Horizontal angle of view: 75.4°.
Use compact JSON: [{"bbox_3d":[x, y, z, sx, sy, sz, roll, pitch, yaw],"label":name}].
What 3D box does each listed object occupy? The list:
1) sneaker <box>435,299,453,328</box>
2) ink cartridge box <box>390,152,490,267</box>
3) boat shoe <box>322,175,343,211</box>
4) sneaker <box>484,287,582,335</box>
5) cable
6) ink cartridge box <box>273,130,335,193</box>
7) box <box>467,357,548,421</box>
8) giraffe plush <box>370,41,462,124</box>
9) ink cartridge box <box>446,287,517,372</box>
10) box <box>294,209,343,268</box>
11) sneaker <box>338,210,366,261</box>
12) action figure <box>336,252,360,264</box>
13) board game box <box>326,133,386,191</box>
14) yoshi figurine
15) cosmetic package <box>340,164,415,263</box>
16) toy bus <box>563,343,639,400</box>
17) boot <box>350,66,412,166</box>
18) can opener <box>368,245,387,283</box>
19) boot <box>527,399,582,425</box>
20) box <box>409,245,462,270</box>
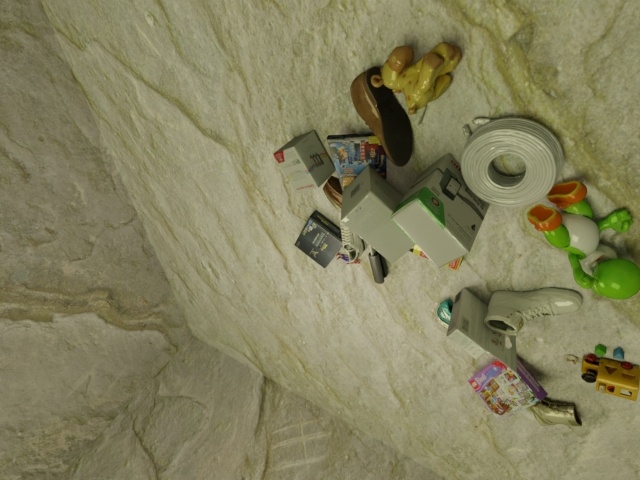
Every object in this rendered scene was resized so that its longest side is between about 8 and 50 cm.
[{"bbox_3d":[0.581,0.327,1.611,0.275,0.107,0.110,28,132,17],"label":"sneaker"},{"bbox_3d":[0.364,-0.097,1.224,0.211,0.289,0.121,45,139,-5],"label":"ink cartridge box"},{"bbox_3d":[0.165,-0.137,1.507,0.323,0.123,0.120,35,135,-2],"label":"boat shoe"},{"bbox_3d":[0.698,0.249,1.377,0.292,0.169,0.108,-11,118,44],"label":"sneaker"},{"bbox_3d":[0.520,-0.211,1.140,0.256,0.089,0.257,5,130,37],"label":"cable"},{"bbox_3d":[-0.057,-0.285,1.525,0.128,0.127,0.176,-5,123,47],"label":"ink cartridge box"},{"bbox_3d":[0.756,0.602,1.701,0.201,0.057,0.293,54,148,25],"label":"box"},{"bbox_3d":[0.240,-0.443,1.100,0.170,0.181,0.210,40,127,20],"label":"giraffe plush"},{"bbox_3d":[0.575,0.320,1.464,0.238,0.275,0.060,39,123,4],"label":"ink cartridge box"},{"bbox_3d":[0.000,0.000,1.815,0.183,0.059,0.233,37,142,3],"label":"box"},{"bbox_3d":[0.121,-0.026,1.660,0.090,0.095,0.235,3,127,40],"label":"sneaker"},{"bbox_3d":[0.123,0.085,1.820,0.115,0.030,0.038,12,129,29],"label":"action figure"},{"bbox_3d":[0.124,-0.257,1.394,0.193,0.060,0.194,-1,115,7],"label":"board game box"},{"bbox_3d":[0.735,0.024,1.109,0.362,0.203,0.203,46,134,-16],"label":"yoshi figurine"},{"bbox_3d":[0.190,-0.086,1.314,0.224,0.224,0.138,37,117,-15],"label":"cosmetic package"},{"bbox_3d":[0.970,0.468,1.409,0.191,0.104,0.202,39,142,2],"label":"toy bus"},{"bbox_3d":[0.189,-0.370,1.277,0.115,0.112,0.306,5,126,59],"label":"boot"},{"bbox_3d":[0.236,0.061,1.661,0.093,0.074,0.281,13,135,30],"label":"can opener"},{"bbox_3d":[0.930,0.669,1.667,0.165,0.077,0.213,-23,111,47],"label":"boot"},{"bbox_3d":[0.401,0.022,1.496,0.232,0.058,0.088,24,139,20],"label":"box"}]
